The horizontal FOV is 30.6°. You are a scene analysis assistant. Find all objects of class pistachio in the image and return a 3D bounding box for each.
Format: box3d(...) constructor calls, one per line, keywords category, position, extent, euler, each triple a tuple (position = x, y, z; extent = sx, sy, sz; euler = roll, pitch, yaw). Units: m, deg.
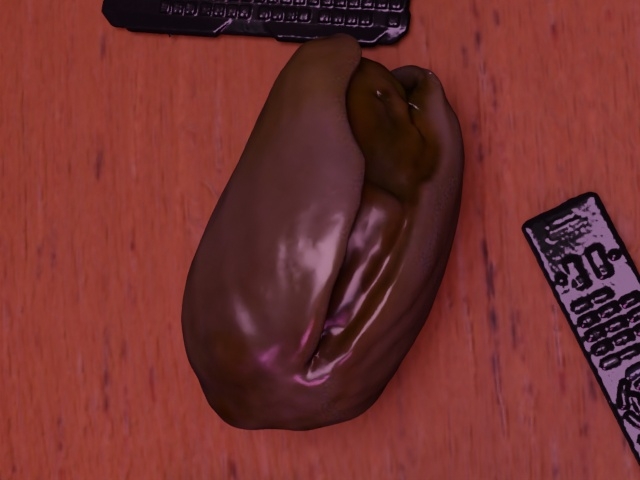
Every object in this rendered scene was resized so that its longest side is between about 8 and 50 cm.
box3d(category="pistachio", position=(0.000, 0.000, 0.833), extent=(0.166, 0.197, 0.288), euler=(26, 76, -24))

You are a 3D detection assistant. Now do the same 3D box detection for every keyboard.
box3d(category="keyboard", position=(-0.052, -0.210, 0.940), extent=(0.263, 0.016, 0.106), euler=(7, 85, 17))

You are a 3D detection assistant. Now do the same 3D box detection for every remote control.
box3d(category="remote control", position=(0.219, 0.083, 0.817), extent=(0.063, 0.025, 0.245), euler=(-26, 76, 11))
